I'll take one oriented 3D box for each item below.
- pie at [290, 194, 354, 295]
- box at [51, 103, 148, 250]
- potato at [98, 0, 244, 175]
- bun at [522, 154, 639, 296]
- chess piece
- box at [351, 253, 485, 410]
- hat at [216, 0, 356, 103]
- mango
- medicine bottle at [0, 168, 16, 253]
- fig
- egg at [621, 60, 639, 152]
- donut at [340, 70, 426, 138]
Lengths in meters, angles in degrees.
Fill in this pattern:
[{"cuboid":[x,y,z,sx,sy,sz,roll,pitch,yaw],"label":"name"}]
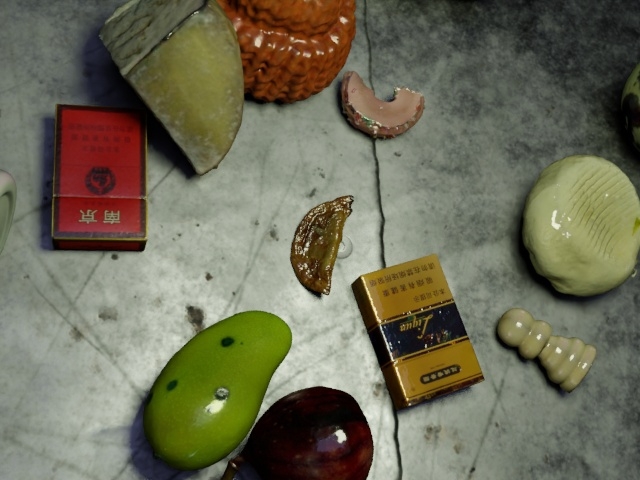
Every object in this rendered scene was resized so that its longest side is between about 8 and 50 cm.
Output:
[{"cuboid":[-0.002,0.001,1.567,0.088,0.033,0.191,14,70,7],"label":"pie"},{"cuboid":[-0.365,-0.104,1.486,0.153,0.074,0.240,2,72,-18],"label":"box"},{"cuboid":[-0.215,-0.284,1.503,0.189,0.211,0.264,-35,127,-1],"label":"potato"},{"cuboid":[0.462,-0.022,1.632,0.259,0.160,0.259,9,72,-29],"label":"bun"},{"cuboid":[0.391,0.185,1.581,0.170,0.094,0.094,32,67,2],"label":"chess piece"},{"cuboid":[0.166,0.156,1.542,0.152,0.070,0.237,-14,74,-19],"label":"box"},{"cuboid":[-0.054,-0.406,1.495,0.285,0.400,0.285,3,75,-12],"label":"hat"},{"cuboid":[-0.158,0.222,1.386,0.175,0.143,0.293,20,55,29],"label":"mango"},{"cuboid":[-0.602,-0.022,1.298,0.241,0.252,0.252,20,68,-7],"label":"medicine bottle"},{"cuboid":[-0.045,0.316,1.365,0.249,0.204,0.186,1,72,-4],"label":"fig"},{"cuboid":[0.763,-0.258,1.718,0.379,0.287,0.287,-4,73,-22],"label":"egg"},{"cuboid":[0.109,-0.238,1.659,0.166,0.065,0.117,15,67,-8],"label":"donut"}]
